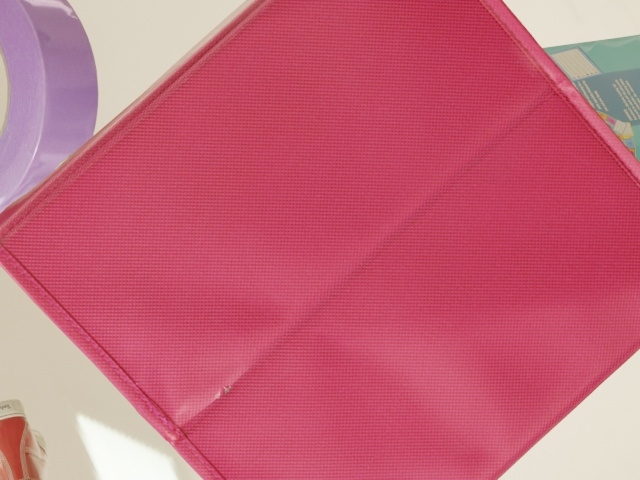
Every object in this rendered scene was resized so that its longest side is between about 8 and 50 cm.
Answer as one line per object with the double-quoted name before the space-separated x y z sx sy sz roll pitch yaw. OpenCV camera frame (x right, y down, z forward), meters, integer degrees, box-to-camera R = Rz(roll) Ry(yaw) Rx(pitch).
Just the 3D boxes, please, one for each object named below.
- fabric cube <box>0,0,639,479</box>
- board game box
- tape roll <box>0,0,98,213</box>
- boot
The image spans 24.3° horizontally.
"fabric cube" 0.006 -0.003 0.811 0.259 0.258 0.254 48 178 -9
"board game box" 0.273 -0.123 1.707 0.254 0.336 0.079 -107 11 -49
"tape roll" -0.363 -0.150 1.518 0.090 0.275 0.275 -7 -111 -63
"boot" -0.389 0.332 1.959 0.244 0.088 0.176 96 153 -65
